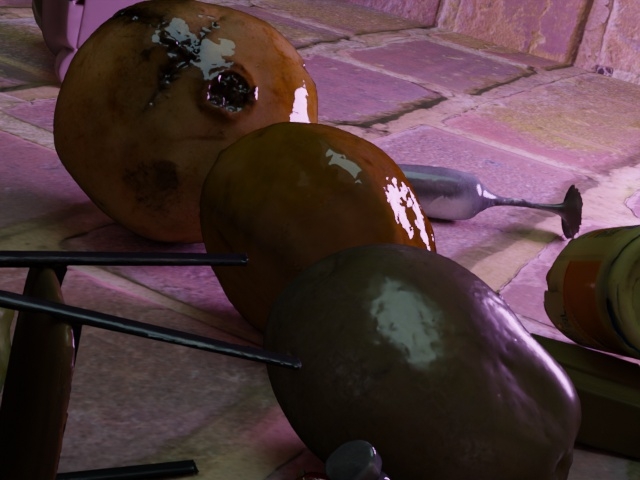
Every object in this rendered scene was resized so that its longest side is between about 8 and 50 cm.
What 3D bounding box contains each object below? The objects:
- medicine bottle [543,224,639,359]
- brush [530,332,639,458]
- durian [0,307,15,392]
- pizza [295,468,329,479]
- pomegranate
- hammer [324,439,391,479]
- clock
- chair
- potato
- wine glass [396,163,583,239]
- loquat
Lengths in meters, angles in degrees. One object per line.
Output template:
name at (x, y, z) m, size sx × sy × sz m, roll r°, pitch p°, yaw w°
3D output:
medicine bottle at (0.272, 0.046, 1.159) m, size 0.124 × 0.124 × 0.239 m, roll 12°, pitch -3°, yaw -3°
brush at (0.279, 0.143, 1.072) m, size 0.233 × 0.047 × 0.103 m, roll 17°, pitch 18°, yaw -5°
durian at (-0.320, 0.056, 0.831) m, size 0.250 × 0.101 × 0.139 m, roll 6°, pitch 20°, yaw -21°
pizza at (-0.001, 0.175, 0.809) m, size 0.100 × 0.029 × 0.099 m, roll 25°, pitch 22°, yaw 33°
pomegranate at (-0.125, -0.111, 1.267) m, size 0.260 × 0.261 × 0.260 m, roll 12°, pitch 18°, yaw -4°
hammer at (0.112, 0.216, 0.693) m, size 0.287 × 0.033 × 0.111 m, roll 39°, pitch -13°, yaw 40°
clock at (-0.303, -0.393, 1.844) m, size 0.184 × 0.342 × 0.326 m, roll 11°, pitch 26°, yaw -23°
chair at (-0.154, 0.096, 0.734) m, size 0.246 × 0.159 × 0.172 m, roll 7°, pitch 21°, yaw -19°
potato at (0.068, 0.096, 0.900) m, size 0.235 × 0.160 × 0.178 m, roll 32°, pitch 62°, yaw 14°
wine glass at (0.179, -0.050, 1.553) m, size 0.262 × 0.074 × 0.074 m, roll 8°, pitch 19°, yaw -12°
loquat at (0.000, 0.000, 1.093) m, size 0.234 × 0.176 × 0.187 m, roll 36°, pitch -14°, yaw 32°
